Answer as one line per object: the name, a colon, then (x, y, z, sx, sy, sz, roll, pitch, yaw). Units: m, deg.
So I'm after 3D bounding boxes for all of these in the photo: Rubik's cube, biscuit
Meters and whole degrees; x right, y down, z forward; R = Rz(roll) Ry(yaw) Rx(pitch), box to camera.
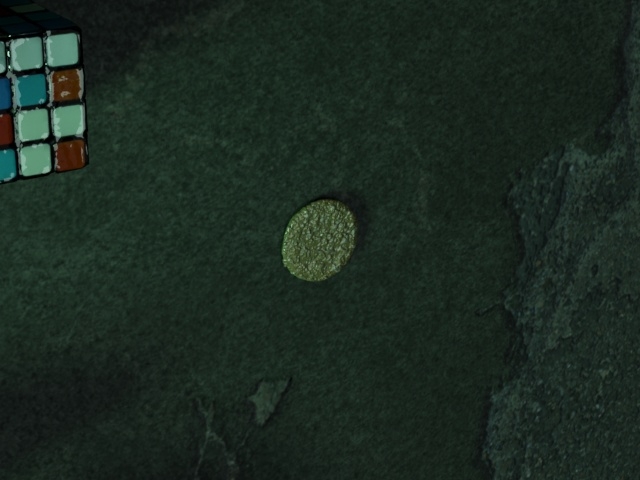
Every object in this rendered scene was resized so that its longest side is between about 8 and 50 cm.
Rubik's cube: (-0.341, -0.154, 1.383, 0.154, 0.151, 0.155, -13, 118, -30)
biscuit: (0.000, 0.000, 1.774, 0.120, 0.015, 0.120, -14, 118, -28)
